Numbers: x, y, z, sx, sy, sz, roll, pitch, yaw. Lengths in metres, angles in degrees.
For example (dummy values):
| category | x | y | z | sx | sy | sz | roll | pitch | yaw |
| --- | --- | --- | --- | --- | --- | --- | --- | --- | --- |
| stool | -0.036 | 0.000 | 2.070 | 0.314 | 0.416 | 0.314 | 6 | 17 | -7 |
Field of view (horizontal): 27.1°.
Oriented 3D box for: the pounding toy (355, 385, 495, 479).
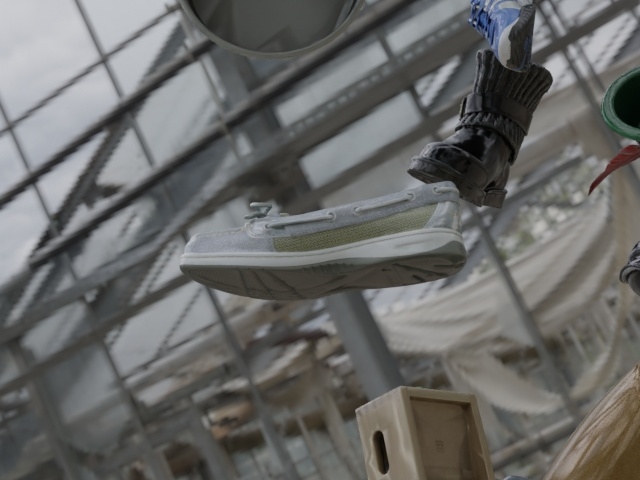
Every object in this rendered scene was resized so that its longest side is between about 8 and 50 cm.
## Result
| category | x | y | z | sx | sy | sz | roll | pitch | yaw |
| --- | --- | --- | --- | --- | --- | --- | --- | --- | --- |
| pounding toy | 0.103 | 0.208 | 1.363 | 0.130 | 0.141 | 0.100 | 11 | -33 | -39 |

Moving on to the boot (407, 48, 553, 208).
| category | x | y | z | sx | sy | sz | roll | pitch | yaw |
| --- | --- | --- | --- | --- | --- | --- | --- | --- | --- |
| boot | 0.269 | -0.197 | 2.210 | 0.260 | 0.131 | 0.348 | -69 | -17 | 7 |

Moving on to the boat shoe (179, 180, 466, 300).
| category | x | y | z | sx | sy | sz | roll | pitch | yaw |
| --- | --- | --- | --- | --- | --- | --- | --- | --- | --- |
| boat shoe | 0.001 | -0.001 | 1.482 | 0.320 | 0.103 | 0.118 | -7 | -22 | 11 |

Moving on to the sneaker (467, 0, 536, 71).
| category | x | y | z | sx | sy | sz | roll | pitch | yaw |
| --- | --- | --- | --- | --- | --- | --- | --- | --- | --- |
| sneaker | 0.217 | -0.259 | 1.594 | 0.081 | 0.080 | 0.211 | 6 | 27 | 5 |

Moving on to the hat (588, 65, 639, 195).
| category | x | y | z | sx | sy | sz | roll | pitch | yaw |
| --- | --- | --- | --- | --- | --- | --- | --- | --- | --- |
| hat | 0.528 | -0.157 | 2.045 | 0.173 | 0.208 | 0.184 | -46 | -44 | -20 |

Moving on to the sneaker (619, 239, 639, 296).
| category | x | y | z | sx | sy | sz | roll | pitch | yaw |
| --- | --- | --- | --- | --- | --- | --- | --- | --- | --- |
| sneaker | 0.451 | 0.010 | 1.668 | 0.153 | 0.101 | 0.268 | -58 | -20 | 7 |

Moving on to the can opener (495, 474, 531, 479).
| category | x | y | z | sx | sy | sz | roll | pitch | yaw |
| --- | --- | --- | --- | --- | --- | --- | --- | --- | --- |
| can opener | 0.217 | 0.411 | 1.508 | 0.074 | 0.281 | 0.093 | 3 | -1 | -45 |

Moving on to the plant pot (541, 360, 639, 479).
| category | x | y | z | sx | sy | sz | roll | pitch | yaw |
| --- | --- | --- | --- | --- | --- | --- | --- | --- | --- |
| plant pot | 0.413 | 0.273 | 1.662 | 0.237 | 0.237 | 0.254 | -15 | -49 | -40 |

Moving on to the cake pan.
| category | x | y | z | sx | sy | sz | roll | pitch | yaw |
| --- | --- | --- | --- | --- | --- | --- | --- | --- | --- |
| cake pan | -0.073 | -0.397 | 1.984 | 0.293 | 0.293 | 0.054 | -24 | -14 | -9 |
